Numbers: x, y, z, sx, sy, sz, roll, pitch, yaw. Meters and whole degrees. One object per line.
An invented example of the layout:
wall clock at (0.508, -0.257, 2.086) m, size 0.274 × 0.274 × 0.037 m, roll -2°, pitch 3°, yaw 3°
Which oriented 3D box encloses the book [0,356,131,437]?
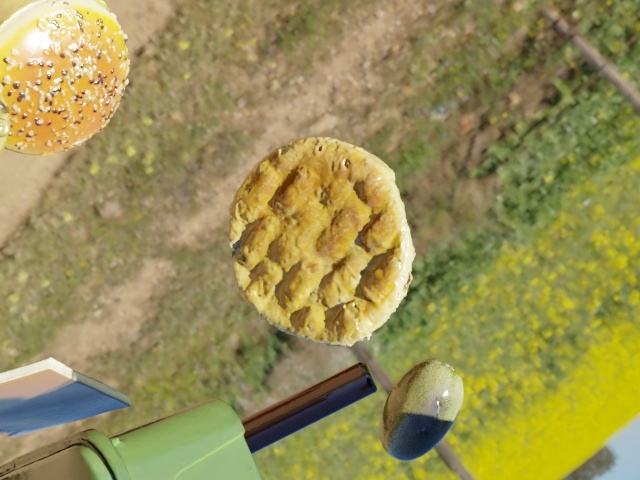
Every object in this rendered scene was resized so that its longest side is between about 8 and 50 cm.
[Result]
book at (-0.540, 0.299, 2.068) m, size 0.262 × 0.028 × 0.374 m, roll -17°, pitch 159°, yaw 7°

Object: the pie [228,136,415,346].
pie at (0.000, 0.000, 1.749) m, size 0.339 × 0.339 × 0.083 m, roll -44°, pitch 161°, yaw 22°

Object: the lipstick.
lipstick at (-0.081, 0.283, 1.697) m, size 0.356 × 0.057 × 0.057 m, roll -26°, pitch 164°, yaw 0°

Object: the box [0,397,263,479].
box at (-0.172, 0.296, 1.084) m, size 0.177 × 0.253 × 0.328 m, roll -19°, pitch 175°, yaw -35°

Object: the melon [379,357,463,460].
melon at (0.141, 0.243, 1.589) m, size 0.162 × 0.099 × 0.099 m, roll -60°, pitch 159°, yaw 14°

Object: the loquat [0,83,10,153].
loquat at (-0.515, -0.173, 1.574) m, size 0.149 × 0.204 × 0.172 m, roll -33°, pitch 126°, yaw -55°

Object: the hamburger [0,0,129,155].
hamburger at (-0.436, -0.273, 1.786) m, size 0.300 × 0.176 × 0.300 m, roll -39°, pitch 151°, yaw -27°
